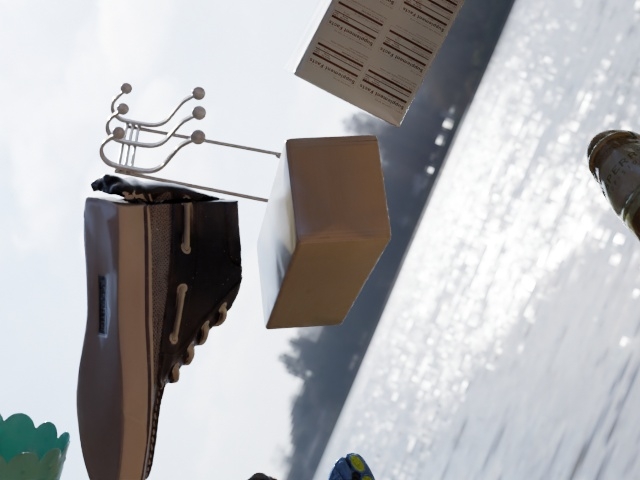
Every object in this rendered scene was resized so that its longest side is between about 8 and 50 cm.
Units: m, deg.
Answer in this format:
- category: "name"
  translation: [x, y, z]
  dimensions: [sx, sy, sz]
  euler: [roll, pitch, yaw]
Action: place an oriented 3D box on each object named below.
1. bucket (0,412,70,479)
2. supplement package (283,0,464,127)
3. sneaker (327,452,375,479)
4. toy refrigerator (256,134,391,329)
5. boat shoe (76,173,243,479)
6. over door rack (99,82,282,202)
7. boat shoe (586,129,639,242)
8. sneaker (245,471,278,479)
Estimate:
- category: "bucket"
  translation: [-0.546, 0.383, 1.893]
  dimensions: [0.281, 0.281, 0.183]
  euler: [-13, -65, -85]
- category: "supplement package"
  translation: [0.068, -0.271, 1.511]
  dimensions: [0.203, 0.149, 0.194]
  euler: [-62, 10, 7]
- category: "sneaker"
  translation: [0.054, 0.343, 1.412]
  dimensions: [0.078, 0.067, 0.188]
  euler: [-56, -54, -86]
- category: "toy refrigerator"
  translation: [0.000, 0.000, 1.162]
  dimensions: [0.269, 0.094, 0.102]
  euler: [111, 154, -68]
- category: "boat shoe"
  translation: [-0.160, 0.102, 1.250]
  dimensions: [0.127, 0.158, 0.341]
  euler: [16, 104, 54]
- category: "over door rack"
  translation: [-0.154, -0.133, 1.753]
  dimensions: [0.239, 0.324, 0.108]
  euler: [-102, 35, -66]
- category: "boat shoe"
  translation: [0.312, -0.035, 1.018]
  dimensions: [0.104, 0.089, 0.285]
  euler: [-47, -29, 13]
- category: "sneaker"
  translation: [-0.175, 0.482, 2.012]
  dimensions: [0.262, 0.104, 0.125]
  euler: [-41, -24, -27]
